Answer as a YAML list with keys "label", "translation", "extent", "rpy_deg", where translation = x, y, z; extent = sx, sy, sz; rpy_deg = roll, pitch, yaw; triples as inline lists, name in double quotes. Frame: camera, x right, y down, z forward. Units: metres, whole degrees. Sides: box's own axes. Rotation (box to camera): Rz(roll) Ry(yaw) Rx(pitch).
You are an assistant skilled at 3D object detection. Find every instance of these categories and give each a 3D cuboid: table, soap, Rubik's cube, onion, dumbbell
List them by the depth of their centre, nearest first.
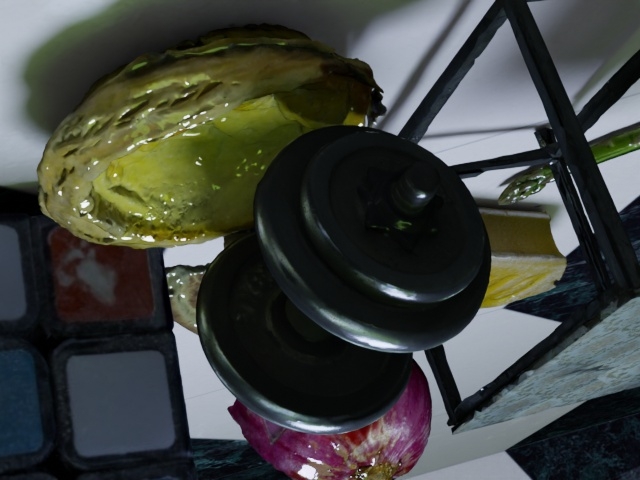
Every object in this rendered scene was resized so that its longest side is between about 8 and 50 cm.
- label: "dumbbell"
  translation: [0.015, 0.032, 1.013]
  extent: [0.192, 0.192, 0.290]
  rpy_deg: [-4, 150, -29]
- label: "table"
  translation: [0.217, -0.034, 1.095]
  extent: [0.222, 0.272, 0.335]
  rpy_deg: [-11, 160, -23]
- label: "Rubik's cube"
  translation: [-0.326, 0.193, 1.194]
  extent: [0.359, 0.362, 0.363]
  rpy_deg: [-6, 159, -24]
- label: "soap"
  translation: [0.170, 0.024, 1.528]
  extent: [0.258, 0.080, 0.160]
  rpy_deg: [3, 154, -41]
- label: "onion"
  translation: [0.028, 0.225, 1.790]
  extent: [0.230, 0.272, 0.256]
  rpy_deg: [-43, 165, 1]

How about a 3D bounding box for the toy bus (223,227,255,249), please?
- label: "toy bus"
  translation: [0.000, 0.000, 1.294]
  extent: [0.182, 0.103, 0.091]
  rpy_deg: [-13, 148, 5]

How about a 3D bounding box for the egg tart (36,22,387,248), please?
- label: "egg tart"
  translation: [-0.089, -0.085, 1.023]
  extent: [0.279, 0.095, 0.279]
  rpy_deg: [-17, 157, -7]

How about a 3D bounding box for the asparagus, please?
- label: "asparagus"
  translation: [0.290, -0.089, 1.388]
  extent: [0.236, 0.027, 0.034]
  rpy_deg: [-23, 149, 19]

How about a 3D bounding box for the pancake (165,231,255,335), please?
- label: "pancake"
  translation: [-0.042, 0.048, 1.230]
  extent: [0.212, 0.029, 0.235]
  rpy_deg: [19, 147, -29]
